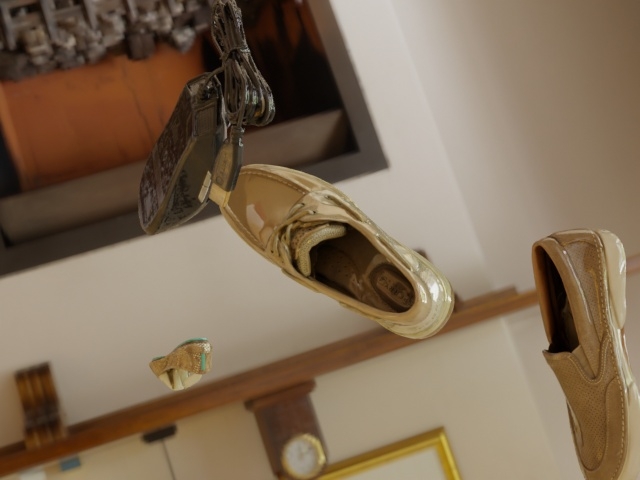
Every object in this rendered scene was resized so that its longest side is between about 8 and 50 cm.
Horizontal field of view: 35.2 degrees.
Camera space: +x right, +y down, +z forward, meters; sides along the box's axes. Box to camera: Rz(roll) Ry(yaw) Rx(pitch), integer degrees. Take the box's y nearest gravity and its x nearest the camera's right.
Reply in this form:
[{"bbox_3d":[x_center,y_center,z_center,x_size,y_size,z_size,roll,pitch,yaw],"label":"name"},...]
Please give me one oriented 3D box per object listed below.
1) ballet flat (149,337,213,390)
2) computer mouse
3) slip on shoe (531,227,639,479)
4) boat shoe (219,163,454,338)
[{"bbox_3d":[-0.238,0.216,1.697,0.073,0.067,0.206,-1,164,-26],"label":"ballet flat"},{"bbox_3d":[-0.103,-0.079,0.961,0.060,0.184,0.262,10,129,-27],"label":"computer mouse"},{"bbox_3d":[0.133,0.061,0.516,0.041,0.135,0.051,-2,179,-21],"label":"slip on shoe"},{"bbox_3d":[0.000,0.000,1.059,0.109,0.302,0.098,-58,154,4],"label":"boat shoe"}]
